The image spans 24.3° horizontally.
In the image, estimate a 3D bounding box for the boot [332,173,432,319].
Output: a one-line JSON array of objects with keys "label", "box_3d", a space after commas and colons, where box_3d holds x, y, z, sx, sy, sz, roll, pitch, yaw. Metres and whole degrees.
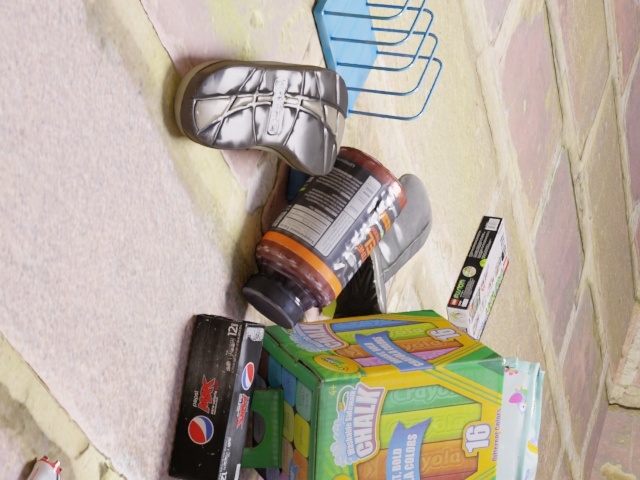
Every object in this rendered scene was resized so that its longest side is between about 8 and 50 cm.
[{"label": "boot", "box_3d": [0.077, 0.038, 1.813, 0.208, 0.076, 0.189, -52, 148, -62]}]

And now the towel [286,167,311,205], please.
[{"label": "towel", "box_3d": [-0.013, -0.091, 1.688, 0.067, 0.029, 0.119, 8, 92, -66]}]

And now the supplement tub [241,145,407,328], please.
[{"label": "supplement tub", "box_3d": [0.000, 0.000, 1.619, 0.198, 0.106, 0.106, -52, 150, -16]}]

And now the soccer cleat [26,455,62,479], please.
[{"label": "soccer cleat", "box_3d": [-0.228, 0.220, 1.271, 0.035, 0.029, 0.083, -53, 143, -35]}]

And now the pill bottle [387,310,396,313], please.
[{"label": "pill bottle", "box_3d": [0.087, 0.227, 1.899, 0.264, 0.153, 0.153, 76, 31, -45]}]

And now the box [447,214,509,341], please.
[{"label": "box", "box_3d": [0.260, 0.071, 2.435, 0.114, 0.036, 0.207, 76, 31, -45]}]

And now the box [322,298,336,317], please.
[{"label": "box", "box_3d": [0.035, -0.006, 1.826, 0.109, 0.042, 0.178, -49, 143, -54]}]

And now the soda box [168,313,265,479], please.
[{"label": "soda box", "box_3d": [-0.105, 0.162, 1.513, 0.053, 0.060, 0.169, 14, 86, -67]}]

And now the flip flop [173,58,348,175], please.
[{"label": "flip flop", "box_3d": [-0.061, -0.130, 1.502, 0.277, 0.080, 0.112, 2, 101, -53]}]

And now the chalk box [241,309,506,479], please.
[{"label": "chalk box", "box_3d": [0.031, 0.196, 1.630, 0.289, 0.179, 0.180, -6, 108, -23]}]

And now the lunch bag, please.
[{"label": "lunch bag", "box_3d": [0.195, 0.283, 2.099, 0.160, 0.223, 0.262, -21, 116, -72]}]

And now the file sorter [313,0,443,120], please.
[{"label": "file sorter", "box_3d": [0.074, -0.240, 1.747, 0.170, 0.104, 0.118, 73, 32, -47]}]
